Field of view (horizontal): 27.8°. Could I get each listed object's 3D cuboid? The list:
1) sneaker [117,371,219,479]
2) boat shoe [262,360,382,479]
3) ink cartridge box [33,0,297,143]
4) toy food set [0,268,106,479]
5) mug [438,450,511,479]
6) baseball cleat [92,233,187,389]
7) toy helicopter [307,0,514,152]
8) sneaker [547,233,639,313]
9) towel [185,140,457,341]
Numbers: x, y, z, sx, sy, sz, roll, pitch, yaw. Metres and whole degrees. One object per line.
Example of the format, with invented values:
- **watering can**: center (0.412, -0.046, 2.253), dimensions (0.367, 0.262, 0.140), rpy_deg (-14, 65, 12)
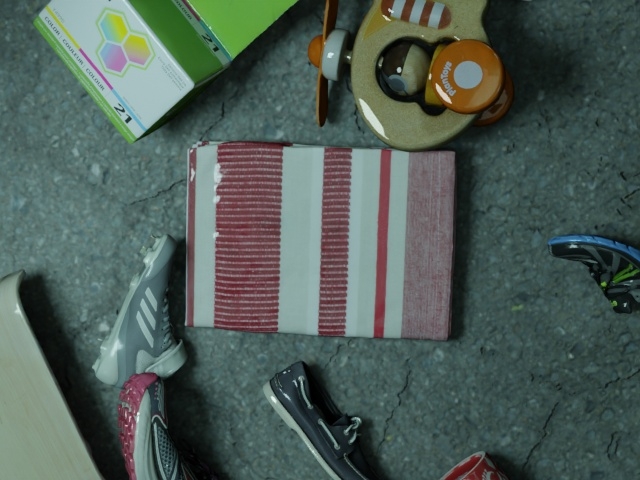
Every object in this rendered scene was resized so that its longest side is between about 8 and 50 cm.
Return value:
- **sneaker**: center (-0.176, 0.296, 1.585), dimensions (0.112, 0.121, 0.299), rpy_deg (-16, 109, -12)
- **boat shoe**: center (0.018, 0.236, 1.585), dimensions (0.065, 0.075, 0.206), rpy_deg (-42, 88, 9)
- **ink cartridge box**: center (-0.179, -0.261, 1.468), dimensions (0.255, 0.097, 0.189), rpy_deg (-36, 95, 39)
- **toy food set**: center (-0.395, 0.214, 1.604), dimensions (0.220, 0.092, 0.306), rpy_deg (-23, 94, 16)
- **mug**: center (0.203, 0.361, 1.574), dimensions (0.150, 0.113, 0.169), rpy_deg (-38, 90, 1)
- **baseball cleat**: center (-0.200, 0.095, 1.588), dimensions (0.109, 0.072, 0.206), rpy_deg (25, 106, -7)
- **toy helicopter**: center (0.078, -0.276, 1.518), dimensions (0.235, 0.140, 0.355), rpy_deg (-14, 85, 13)
- **sneaker**: center (0.359, 0.045, 1.552), dimensions (0.188, 0.067, 0.078), rpy_deg (25, 91, -3)
- **towel**: center (0.000, 0.000, 1.580), dimensions (0.329, 0.037, 0.237), rpy_deg (2, 99, 4)
